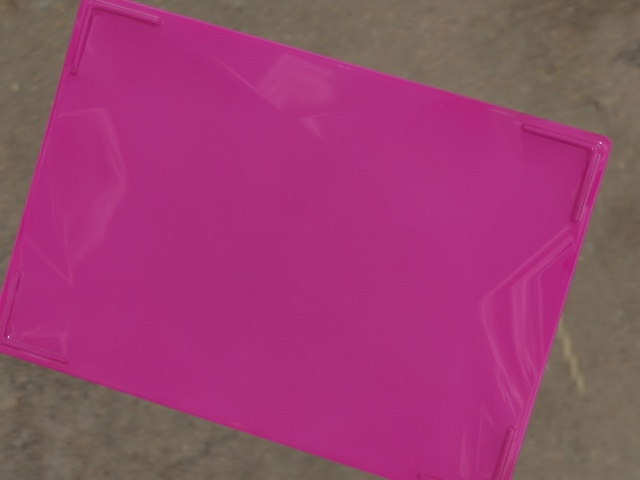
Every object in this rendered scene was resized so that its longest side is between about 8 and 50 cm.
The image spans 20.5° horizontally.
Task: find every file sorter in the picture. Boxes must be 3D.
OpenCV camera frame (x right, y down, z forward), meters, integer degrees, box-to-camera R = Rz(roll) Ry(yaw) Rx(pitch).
[{"bbox_3d":[0.000,0.000,1.012,0.291,0.182,0.202,17,95,10],"label":"file sorter"}]
